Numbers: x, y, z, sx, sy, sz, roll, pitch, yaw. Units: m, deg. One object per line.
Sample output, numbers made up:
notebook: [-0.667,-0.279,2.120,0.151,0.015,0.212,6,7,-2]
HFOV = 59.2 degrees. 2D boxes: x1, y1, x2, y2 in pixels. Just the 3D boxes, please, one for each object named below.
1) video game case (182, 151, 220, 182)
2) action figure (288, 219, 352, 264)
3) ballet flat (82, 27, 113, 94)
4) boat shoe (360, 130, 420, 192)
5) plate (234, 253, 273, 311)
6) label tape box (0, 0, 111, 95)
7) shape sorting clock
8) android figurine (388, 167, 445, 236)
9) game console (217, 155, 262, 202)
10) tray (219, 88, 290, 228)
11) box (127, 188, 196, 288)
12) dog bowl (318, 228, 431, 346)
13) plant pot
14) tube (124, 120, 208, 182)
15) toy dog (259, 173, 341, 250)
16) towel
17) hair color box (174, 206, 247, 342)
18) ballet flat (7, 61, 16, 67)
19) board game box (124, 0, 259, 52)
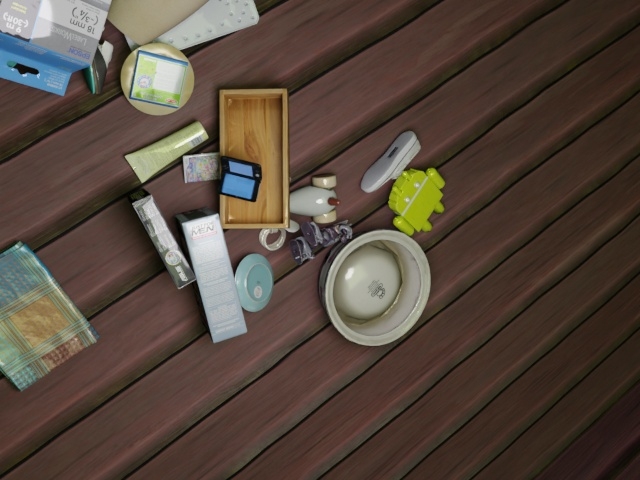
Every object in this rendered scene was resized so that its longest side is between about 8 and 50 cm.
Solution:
video game case: [-0.357,-0.224,1.723,0.121,0.011,0.087,-10,125,-21]
action figure: [0.000,0.000,1.802,0.185,0.285,0.099,-37,79,23]
ballet flat: [-0.624,-0.545,1.529,0.096,0.095,0.281,-25,109,-29]
boat shoe: [0.248,-0.256,1.947,0.268,0.096,0.088,-52,126,-11]
plate: [-0.204,0.136,1.809,0.188,0.024,0.188,3,87,-55]
label tape box: [-0.665,-0.526,1.359,0.240,0.105,0.334,8,109,-50]
shape sorting clock: [-0.465,-0.460,1.612,0.206,0.040,0.206,-14,122,-24]
android figurine: [0.340,-0.143,1.984,0.248,0.056,0.273,-55,132,-6]
game console: [-0.236,-0.178,1.629,0.122,0.107,0.071,13,63,3]
tray: [-0.196,-0.241,1.696,0.202,0.076,0.411,0,89,4]
box: [-0.461,-0.011,1.623,0.060,0.216,0.270,-29,110,-15]
dog bowl: [0.172,0.150,1.955,0.407,0.150,0.409,-4,101,-23]
plant pot: [-0.432,-0.657,1.466,0.256,0.256,0.274,40,100,-24]
tube: [-0.451,-0.272,1.671,0.240,0.062,0.070,-34,77,-10]
toy dog: [-0.068,-0.111,1.799,0.333,0.161,0.220,-30,109,-15]
towel: [-0.852,0.217,1.599,0.271,0.040,0.370,-35,111,-13]
hair color box: [-0.335,0.098,1.712,0.113,0.185,0.375,-16,105,-19]
ballet flat: [-0.754,-0.654,1.408,0.483,0.182,0.164,-58,157,2]
board game box: [-0.419,-0.753,1.596,0.389,0.050,0.390,-26,108,-17]
